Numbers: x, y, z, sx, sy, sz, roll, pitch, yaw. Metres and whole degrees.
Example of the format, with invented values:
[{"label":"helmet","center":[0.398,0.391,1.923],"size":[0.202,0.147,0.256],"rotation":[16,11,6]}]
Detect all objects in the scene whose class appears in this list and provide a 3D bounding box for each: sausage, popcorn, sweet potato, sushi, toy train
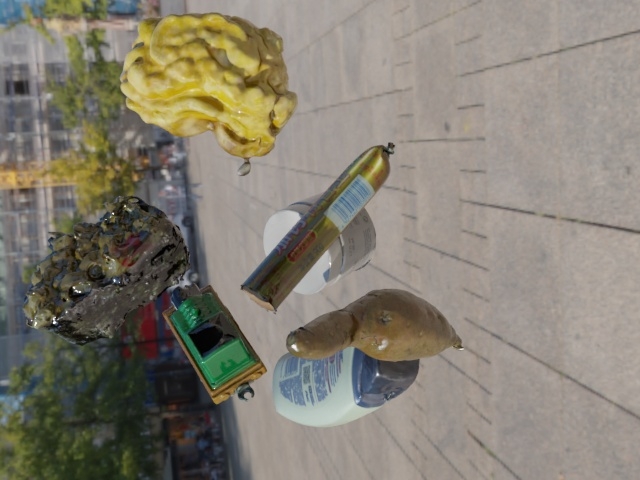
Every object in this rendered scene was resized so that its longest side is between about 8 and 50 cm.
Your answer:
[{"label":"sausage","center":[0.013,-0.037,1.175],"size":[0.082,0.371,0.082],"rotation":[38,165,12]},{"label":"popcorn","center":[-0.117,-0.189,0.784],"size":[0.140,0.194,0.163],"rotation":[119,176,-67]},{"label":"sweet potato","center":[0.057,0.082,0.671],"size":[0.074,0.269,0.075],"rotation":[-6,81,42]},{"label":"sushi","center":[-0.282,0.029,0.893],"size":[0.147,0.212,0.115],"rotation":[53,176,41]},{"label":"toy train","center":[-0.163,0.141,1.022],"size":[0.228,0.091,0.136],"rotation":[51,164,34]}]

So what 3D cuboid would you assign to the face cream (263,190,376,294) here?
[{"label":"face cream","center":[0.000,0.000,1.368],"size":[0.177,0.153,0.177],"rotation":[19,120,37]}]

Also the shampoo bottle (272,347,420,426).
[{"label":"shampoo bottle","center":[0.025,0.202,1.016],"size":[0.359,0.078,0.134],"rotation":[144,134,-59]}]
